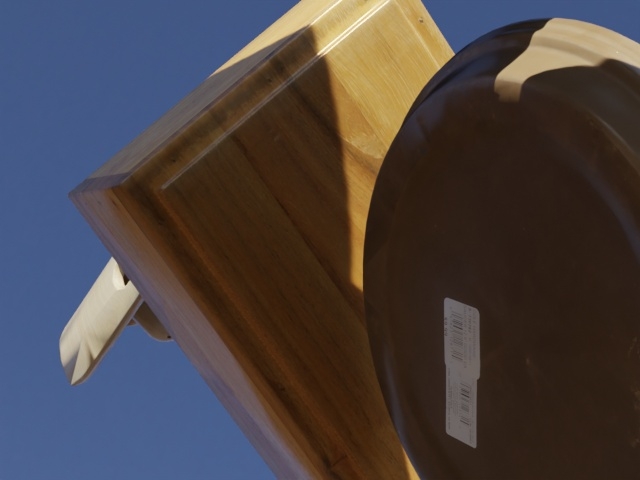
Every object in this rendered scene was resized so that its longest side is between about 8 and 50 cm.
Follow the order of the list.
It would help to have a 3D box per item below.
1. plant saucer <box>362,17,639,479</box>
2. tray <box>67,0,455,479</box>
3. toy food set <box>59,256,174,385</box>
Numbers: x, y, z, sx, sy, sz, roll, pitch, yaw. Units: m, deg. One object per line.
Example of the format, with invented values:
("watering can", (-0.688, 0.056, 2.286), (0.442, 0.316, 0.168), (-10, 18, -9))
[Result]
("plant saucer", (0.103, 0.041, 0.875), (0.041, 0.278, 0.278), (-13, -40, -33))
("tray", (0.068, 0.075, 1.075), (0.411, 0.203, 0.076), (55, -25, -15))
("toy food set", (0.000, 0.000, 1.259), (0.306, 0.092, 0.220), (-5, -40, -48))
